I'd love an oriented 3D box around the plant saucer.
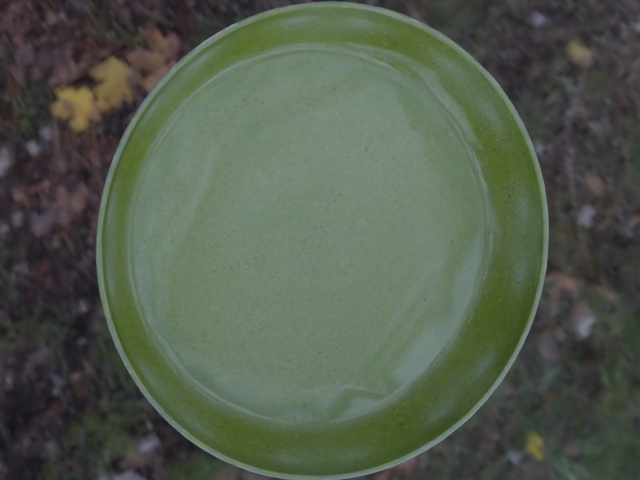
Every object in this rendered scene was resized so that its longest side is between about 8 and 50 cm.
[{"bbox_3d":[0.000,0.000,0.956,0.241,0.037,0.241,-2,97,-20],"label":"plant saucer"}]
